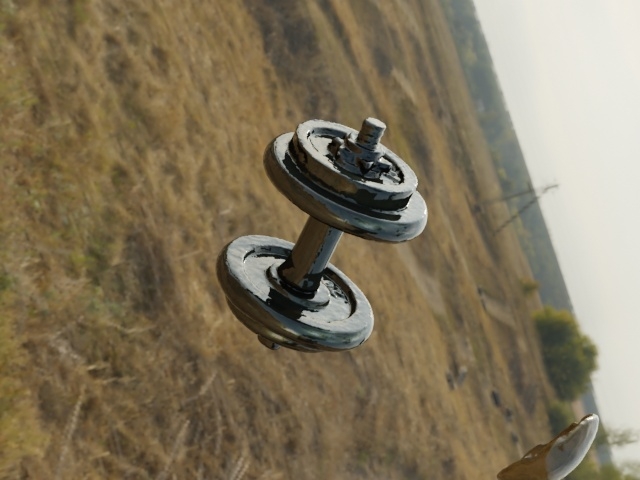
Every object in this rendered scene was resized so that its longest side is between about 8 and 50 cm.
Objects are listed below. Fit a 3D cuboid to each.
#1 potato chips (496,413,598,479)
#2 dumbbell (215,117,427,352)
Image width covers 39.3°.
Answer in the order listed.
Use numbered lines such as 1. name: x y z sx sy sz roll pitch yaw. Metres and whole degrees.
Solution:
1. potato chips: 0.364 0.344 1.407 0.062 0.195 0.208 55 -26 18
2. dumbbell: 0.000 0.000 0.971 0.192 0.290 0.192 22 23 -10
